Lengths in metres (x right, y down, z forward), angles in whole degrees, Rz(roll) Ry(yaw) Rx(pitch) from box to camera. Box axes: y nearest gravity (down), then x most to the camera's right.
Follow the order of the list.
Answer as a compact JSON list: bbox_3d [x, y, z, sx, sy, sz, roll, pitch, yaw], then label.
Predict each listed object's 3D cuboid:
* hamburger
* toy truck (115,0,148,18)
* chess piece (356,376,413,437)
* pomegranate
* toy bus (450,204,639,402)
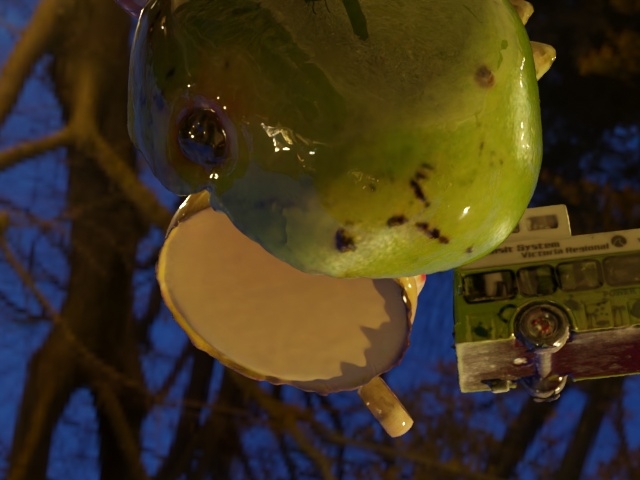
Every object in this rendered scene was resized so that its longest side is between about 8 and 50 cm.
[{"bbox_3d":[0.000,0.000,1.715,0.302,0.261,0.186,-13,-145,33],"label":"hamburger"},{"bbox_3d":[-0.100,-0.312,1.410,0.211,0.204,0.288,-1,-128,22],"label":"toy truck"},{"bbox_3d":[0.082,0.211,2.152,0.038,0.084,0.083,-38,-140,-1],"label":"chess piece"},{"bbox_3d":[0.039,-0.132,1.208,0.310,0.216,0.358,28,-144,35],"label":"pomegranate"},{"bbox_3d":[0.257,0.046,1.423,0.301,0.113,0.139,-6,-122,4],"label":"toy bus"}]
